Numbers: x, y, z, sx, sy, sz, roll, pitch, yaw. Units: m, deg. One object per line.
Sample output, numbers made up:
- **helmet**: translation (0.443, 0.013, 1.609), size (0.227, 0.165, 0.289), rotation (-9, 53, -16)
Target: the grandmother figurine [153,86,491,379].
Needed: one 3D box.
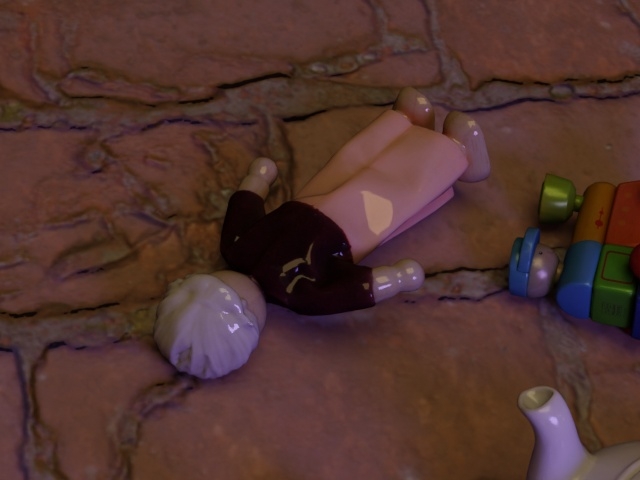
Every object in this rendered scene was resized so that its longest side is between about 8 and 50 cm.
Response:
- **grandmother figurine**: translation (0.000, 0.000, 1.207), size (0.342, 0.104, 0.208), rotation (-38, 41, -27)

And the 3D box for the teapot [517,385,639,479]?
- **teapot**: translation (0.268, 0.247, 1.021), size (0.256, 0.187, 0.252), rotation (1, 56, -10)

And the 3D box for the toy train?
- **toy train**: translation (0.264, -0.033, 1.277), size (0.143, 0.105, 0.248), rotation (11, 53, 14)
